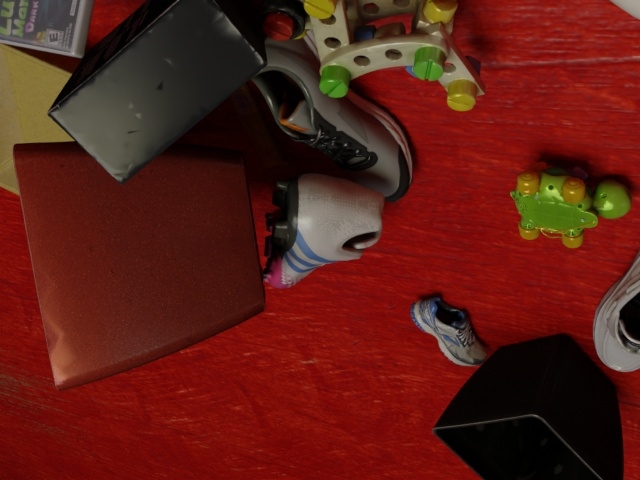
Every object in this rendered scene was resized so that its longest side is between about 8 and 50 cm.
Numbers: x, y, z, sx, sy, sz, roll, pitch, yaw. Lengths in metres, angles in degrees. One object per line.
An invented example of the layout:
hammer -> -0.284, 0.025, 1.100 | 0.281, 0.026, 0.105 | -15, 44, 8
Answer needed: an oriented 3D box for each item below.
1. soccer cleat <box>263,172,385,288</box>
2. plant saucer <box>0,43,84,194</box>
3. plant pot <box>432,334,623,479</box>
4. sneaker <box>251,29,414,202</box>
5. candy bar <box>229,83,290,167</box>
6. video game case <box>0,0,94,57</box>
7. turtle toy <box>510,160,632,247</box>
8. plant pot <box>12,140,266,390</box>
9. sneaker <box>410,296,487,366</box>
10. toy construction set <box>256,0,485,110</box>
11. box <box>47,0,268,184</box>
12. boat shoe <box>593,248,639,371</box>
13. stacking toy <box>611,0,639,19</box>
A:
soccer cleat -> 0.000, 0.000, 1.154 | 0.143, 0.116, 0.331 | 5, 168, -7
plant saucer -> -0.355, -0.155, 1.286 | 0.333, 0.081, 0.332 | 24, 145, 9
plant pot -> 0.303, 0.240, 1.215 | 0.188, 0.167, 0.187 | 45, 142, -18
sneaker -> 0.007, -0.136, 1.028 | 0.100, 0.108, 0.271 | -15, 127, 43
candy bar -> -0.086, -0.154, 1.147 | 0.040, 0.018, 0.161 | 0, 134, 30
video game case -> -0.327, -0.316, 1.014 | 0.173, 0.190, 0.022 | 14, -175, 22
turtle toy -> 0.275, -0.045, 0.978 | 0.130, 0.066, 0.095 | 12, 140, 24
plant pot -> -0.193, -0.001, 1.055 | 0.236, 0.267, 0.267 | -9, 97, -3
sneaker -> 0.192, 0.130, 1.263 | 0.135, 0.052, 0.058 | 39, 139, -12
toy construction set -> 0.045, -0.257, 0.804 | 0.215, 0.151, 0.327 | 5, 138, 13
box -> -0.156, -0.188, 0.903 | 0.184, 0.261, 0.103 | -40, 112, 13
boat shoe -> 0.378, 0.093, 1.054 | 0.095, 0.084, 0.258 | 18, 142, 17
stacking toy -> 0.164, -0.239, 0.440 | 0.351, 0.480, 0.350 | 8, 133, 9
